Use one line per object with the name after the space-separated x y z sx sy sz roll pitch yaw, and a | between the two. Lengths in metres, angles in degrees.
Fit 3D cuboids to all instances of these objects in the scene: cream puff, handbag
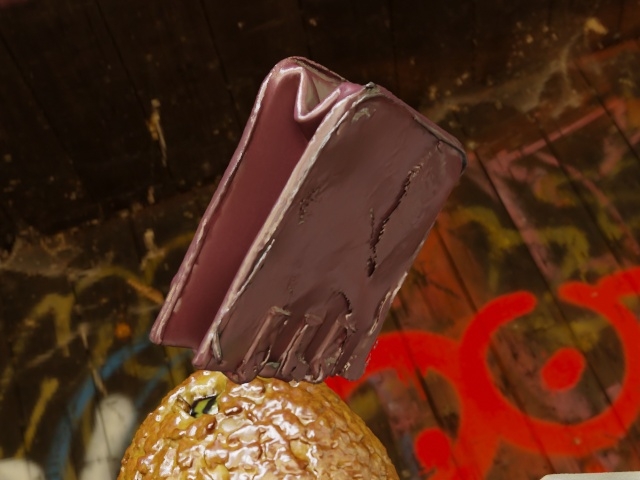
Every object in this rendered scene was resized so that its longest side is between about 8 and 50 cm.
-0.061 0.265 0.894 0.212 0.303 0.303 -33 -16 -48 | cream puff
-0.002 -0.002 0.681 0.203 0.074 0.216 14 -75 -59 | handbag

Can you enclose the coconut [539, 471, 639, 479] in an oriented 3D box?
0.327 0.376 1.147 0.259 0.259 0.259 -15 -34 -10 | coconut
